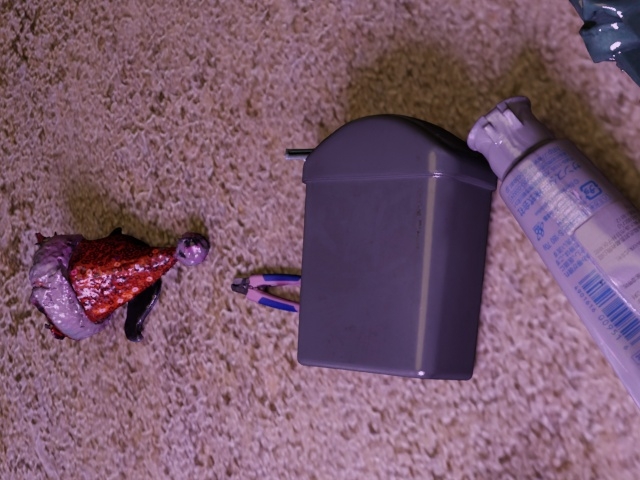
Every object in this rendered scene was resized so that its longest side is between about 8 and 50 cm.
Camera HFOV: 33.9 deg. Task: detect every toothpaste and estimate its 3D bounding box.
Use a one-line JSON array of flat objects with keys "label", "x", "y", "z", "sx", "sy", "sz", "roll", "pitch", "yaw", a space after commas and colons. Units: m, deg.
[{"label": "toothpaste", "x": 0.227, "y": 0.011, "z": 0.843, "sx": 0.114, "sy": 0.073, "sz": 0.299, "roll": -43, "pitch": 64, "yaw": 21}]

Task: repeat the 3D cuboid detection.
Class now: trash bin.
[{"label": "trash bin", "x": 0.066, "y": 0.004, "z": 0.961, "sx": 0.176, "sy": 0.101, "sz": 0.236, "roll": 2, "pitch": 84, "yaw": 39}]

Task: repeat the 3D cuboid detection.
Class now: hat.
[{"label": "hat", "x": -0.229, "y": 0.028, "z": 1.223, "sx": 0.227, "sy": 0.129, "sz": 0.140, "roll": -18, "pitch": 45, "yaw": 19}]

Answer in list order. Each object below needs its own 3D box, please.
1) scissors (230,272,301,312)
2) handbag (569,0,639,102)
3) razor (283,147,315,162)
[{"label": "scissors", "x": -0.054, "y": 0.051, "z": 1.108, "sx": 0.113, "sy": 0.012, "sz": 0.039, "roll": 7, "pitch": 85, "yaw": 42}, {"label": "handbag", "x": 0.327, "y": -0.145, "z": 0.710, "sx": 0.238, "sy": 0.089, "sz": 0.326, "roll": -28, "pitch": 61, "yaw": -1}, {"label": "razor", "x": 0.000, "y": 0.000, "z": 1.058, "sx": 0.068, "sy": 0.037, "sz": 0.191, "roll": -2, "pitch": 80, "yaw": 0}]
